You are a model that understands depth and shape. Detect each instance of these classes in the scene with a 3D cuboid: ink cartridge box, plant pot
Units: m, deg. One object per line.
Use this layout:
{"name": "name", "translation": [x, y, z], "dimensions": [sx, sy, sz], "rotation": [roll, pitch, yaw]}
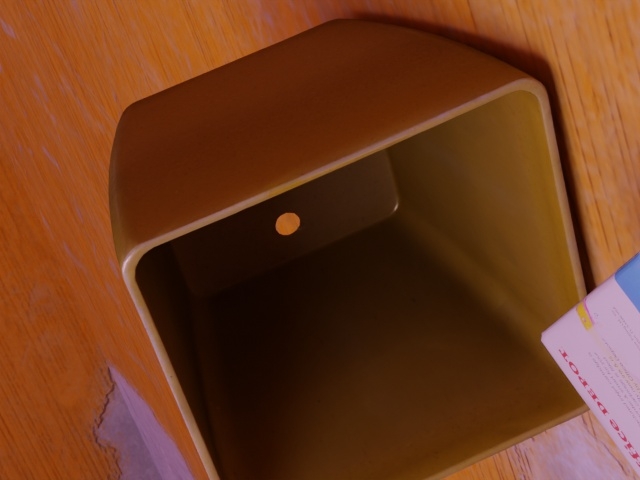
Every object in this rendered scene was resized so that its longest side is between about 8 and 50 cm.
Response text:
{"name": "ink cartridge box", "translation": [0.163, 0.040, 0.658], "dimensions": [0.092, 0.090, 0.143], "rotation": [56, 163, 8]}
{"name": "plant pot", "translation": [0.000, 0.000, 0.863], "dimensions": [0.187, 0.212, 0.212], "rotation": [-125, 14, -52]}
